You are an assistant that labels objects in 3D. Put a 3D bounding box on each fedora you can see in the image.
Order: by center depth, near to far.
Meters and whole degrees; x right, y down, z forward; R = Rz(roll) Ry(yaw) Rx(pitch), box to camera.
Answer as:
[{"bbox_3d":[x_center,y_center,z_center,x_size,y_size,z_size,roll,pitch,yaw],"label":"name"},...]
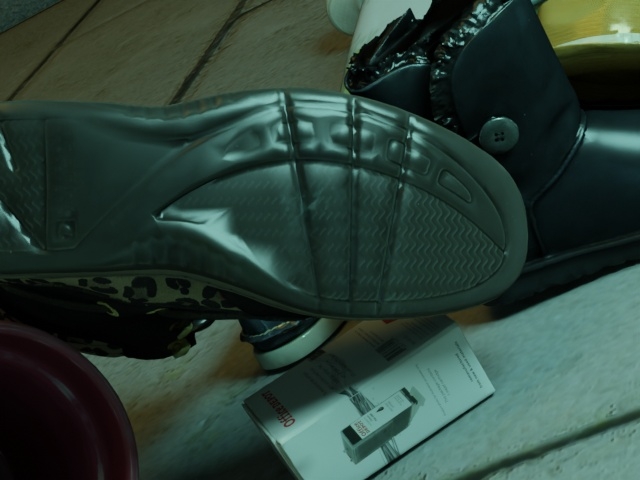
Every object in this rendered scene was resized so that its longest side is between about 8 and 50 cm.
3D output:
[{"bbox_3d":[0.213,-0.133,1.251,0.194,0.194,0.079,-15,68,41],"label":"fedora"}]

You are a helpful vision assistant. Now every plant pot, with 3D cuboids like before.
[{"bbox_3d":[-0.245,0.167,1.202,0.201,0.201,0.180,-41,6,-28],"label":"plant pot"}]

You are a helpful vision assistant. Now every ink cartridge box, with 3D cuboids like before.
[{"bbox_3d":[0.029,0.099,1.127,0.135,0.056,0.099,-33,18,-7],"label":"ink cartridge box"}]

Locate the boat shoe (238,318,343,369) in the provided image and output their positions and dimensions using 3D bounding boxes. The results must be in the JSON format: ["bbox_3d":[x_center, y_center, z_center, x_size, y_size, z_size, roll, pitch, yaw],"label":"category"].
[{"bbox_3d":[0.000,0.000,1.395,0.095,0.079,0.254,-15,25,40],"label":"boat shoe"}]

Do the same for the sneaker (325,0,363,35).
[{"bbox_3d":[0.109,-0.278,1.922,0.292,0.110,0.118,-15,33,42],"label":"sneaker"}]

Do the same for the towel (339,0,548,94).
[{"bbox_3d":[0.169,-0.256,1.557,0.374,0.090,0.320,-27,36,44],"label":"towel"}]

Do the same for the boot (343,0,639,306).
[{"bbox_3d":[0.161,-0.085,1.136,0.246,0.207,0.094,-23,30,13],"label":"boot"}]

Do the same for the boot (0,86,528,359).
[{"bbox_3d":[-0.074,0.003,1.163,0.377,0.138,0.284,0,-12,-6],"label":"boot"}]
